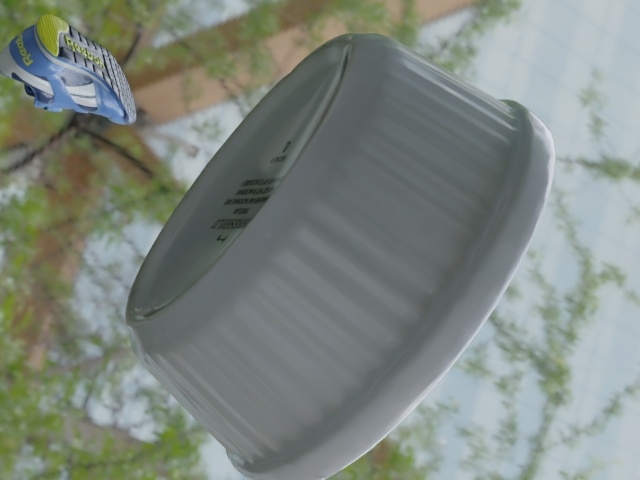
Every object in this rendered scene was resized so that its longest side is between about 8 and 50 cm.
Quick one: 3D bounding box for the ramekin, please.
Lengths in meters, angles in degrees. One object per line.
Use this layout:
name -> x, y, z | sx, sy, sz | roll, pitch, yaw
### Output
ramekin -> 0.000, 0.000, 0.929 | 0.273, 0.127, 0.273 | -47, -164, 17

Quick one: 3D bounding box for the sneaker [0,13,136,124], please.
sneaker -> -0.198, -0.128, 1.267 | 0.059, 0.144, 0.053 | -28, -122, 17
